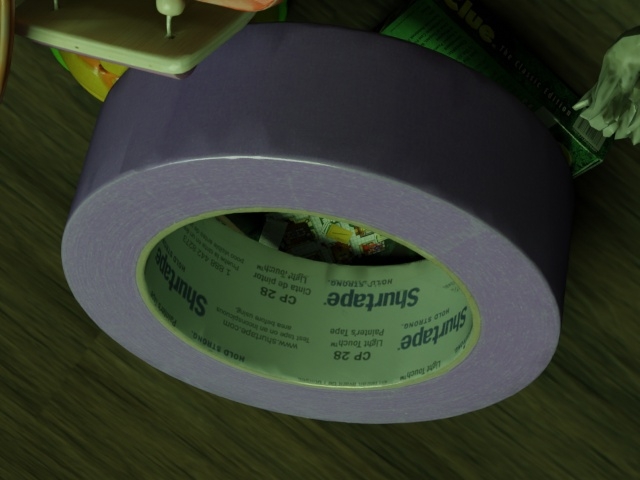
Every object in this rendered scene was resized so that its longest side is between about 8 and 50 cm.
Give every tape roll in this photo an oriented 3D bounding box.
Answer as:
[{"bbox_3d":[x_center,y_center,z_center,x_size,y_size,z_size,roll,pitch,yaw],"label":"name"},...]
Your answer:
[{"bbox_3d":[0.000,0.000,0.943,0.275,0.090,0.274,8,148,5],"label":"tape roll"}]

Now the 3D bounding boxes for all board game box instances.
[{"bbox_3d":[0.042,-0.045,1.008,0.136,0.030,0.260,44,140,-9],"label":"board game box"}]

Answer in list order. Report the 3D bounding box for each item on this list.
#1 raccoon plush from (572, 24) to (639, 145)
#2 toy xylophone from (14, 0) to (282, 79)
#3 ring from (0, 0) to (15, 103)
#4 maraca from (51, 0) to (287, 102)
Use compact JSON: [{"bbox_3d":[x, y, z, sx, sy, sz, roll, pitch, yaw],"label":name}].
[{"bbox_3d":[0.296,-0.042,0.614,0.446,0.299,0.216,43,140,-11],"label":"raccoon plush"},{"bbox_3d":[-0.109,-0.243,0.809,0.236,0.081,0.322,9,114,32],"label":"toy xylophone"},{"bbox_3d":[-0.241,-0.201,0.888,0.337,0.032,0.336,32,134,41],"label":"ring"},{"bbox_3d":[-0.074,-0.133,0.942,0.127,0.099,0.186,18,143,-35],"label":"maraca"}]
